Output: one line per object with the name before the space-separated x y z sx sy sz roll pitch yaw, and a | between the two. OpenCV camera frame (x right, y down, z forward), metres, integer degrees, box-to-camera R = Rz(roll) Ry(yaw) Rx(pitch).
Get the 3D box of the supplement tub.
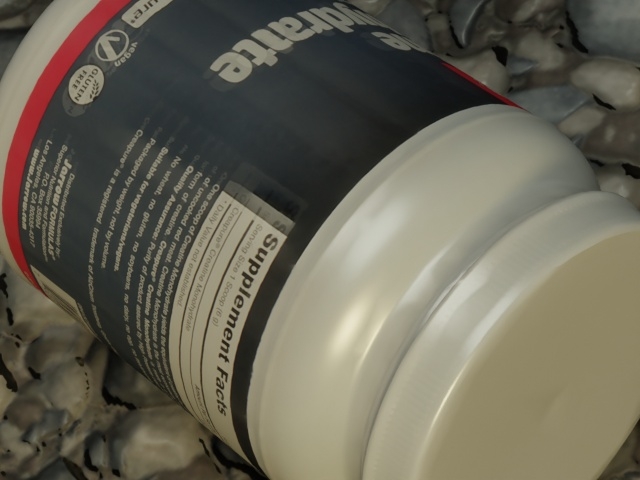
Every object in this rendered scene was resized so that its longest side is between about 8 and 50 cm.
supplement tub | 0.000 0.000 0.864 0.272 0.191 0.191 35 73 32
